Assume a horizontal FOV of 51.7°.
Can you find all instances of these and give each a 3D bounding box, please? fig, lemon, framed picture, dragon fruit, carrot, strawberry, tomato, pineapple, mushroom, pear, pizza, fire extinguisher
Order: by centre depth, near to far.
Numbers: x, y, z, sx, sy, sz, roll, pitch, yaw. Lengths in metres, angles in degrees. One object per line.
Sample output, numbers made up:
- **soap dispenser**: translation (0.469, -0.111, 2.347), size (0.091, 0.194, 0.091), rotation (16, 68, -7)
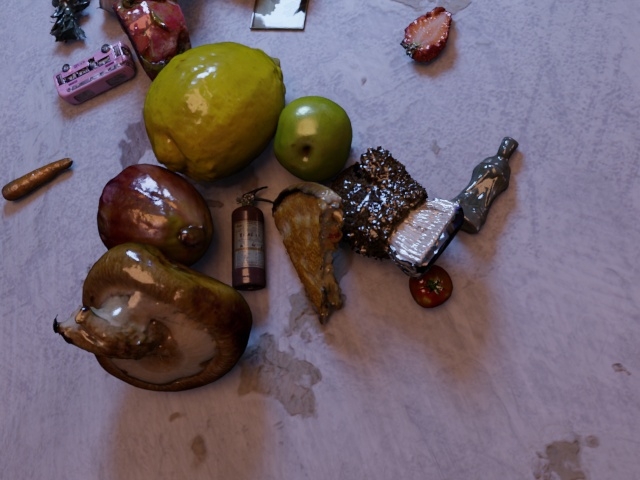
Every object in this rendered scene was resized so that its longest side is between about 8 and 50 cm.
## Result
- **mushroom**: translation (-0.317, 0.174, 1.258), size (0.346, 0.345, 0.259), rotation (-4, 34, 12)
- **tomato**: translation (0.215, 0.089, 1.294), size (0.087, 0.075, 0.087), rotation (1, 80, -6)
- **pizza**: translation (0.000, 0.000, 1.294), size (0.074, 0.251, 0.287), rotation (-18, 75, -23)
- **fig**: translation (-0.345, -0.038, 1.394), size (0.263, 0.224, 0.224), rotation (35, 85, 11)
- **lemon**: translation (-0.221, -0.280, 1.398), size (0.285, 0.285, 0.316), rotation (8, 76, 15)
- **pear**: translation (-0.015, -0.221, 1.399), size (0.166, 0.216, 0.180), rotation (-1, 116, 3)
- **fire extinguisher**: translation (-0.142, -0.009, 1.413), size (0.099, 0.071, 0.231), rotation (3, 72, -15)
- **strawberry**: translation (0.239, -0.451, 1.458), size (0.104, 0.048, 0.152), rotation (35, 71, 26)
- **dragon fruit**: translation (-0.382, -0.496, 1.536), size (0.147, 0.211, 0.282), rotation (-27, 52, -7)
- **carrot**: translation (-0.678, -0.150, 1.590), size (0.191, 0.047, 0.047), rotation (-26, 70, 1)
- **framed picture**: translation (-0.090, -0.599, 1.596), size (0.136, 0.010, 0.200), rotation (6, 75, 14)
- **pineapple**: translation (-0.642, -0.627, 1.690), size (0.125, 0.125, 0.251), rotation (1, 82, 14)

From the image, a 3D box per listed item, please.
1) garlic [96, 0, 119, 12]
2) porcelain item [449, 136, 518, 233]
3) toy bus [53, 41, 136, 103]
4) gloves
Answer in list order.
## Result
- **garlic**: translation (-0.488, -0.683, 1.654), size (0.143, 0.178, 0.229), rotation (1, 92, -18)
- **porcelain item**: translation (0.339, -0.118, 1.333), size (0.081, 0.069, 0.215), rotation (31, 79, 24)
- **toy bus**: translation (-0.554, -0.410, 1.624), size (0.203, 0.063, 0.090), rotation (-25, 73, 8)
- **gloves**: translation (0.127, -0.063, 1.301), size (0.312, 0.135, 0.210), rotation (25, 86, 34)
